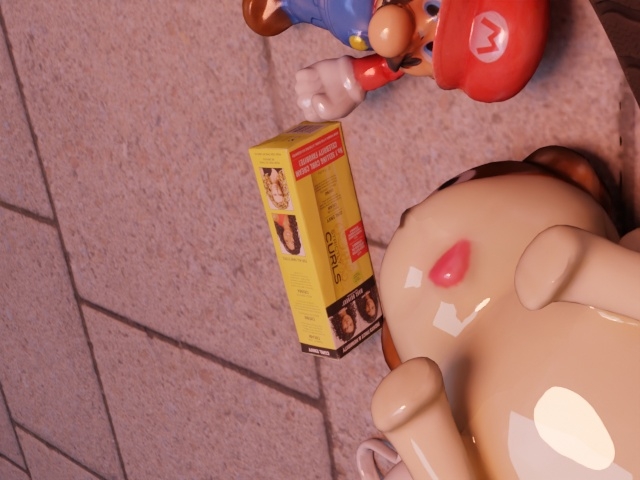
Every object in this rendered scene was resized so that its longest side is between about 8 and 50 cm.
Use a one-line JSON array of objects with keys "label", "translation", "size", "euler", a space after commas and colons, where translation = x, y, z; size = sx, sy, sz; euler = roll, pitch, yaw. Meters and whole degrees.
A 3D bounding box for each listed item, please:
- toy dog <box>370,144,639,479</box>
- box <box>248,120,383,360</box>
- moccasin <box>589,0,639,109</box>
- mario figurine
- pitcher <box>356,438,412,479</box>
[{"label": "toy dog", "translation": [0.208, 0.099, 0.712], "size": [0.408, 0.395, 0.284], "euler": [49, 117, 31]}, {"label": "box", "translation": [0.000, 0.000, 1.025], "size": [0.058, 0.087, 0.232], "euler": [6, 117, 43]}, {"label": "moccasin", "translation": [0.220, -0.230, 0.608], "size": [0.380, 0.147, 0.139], "euler": [60, 156, -7]}, {"label": "mario figurine", "translation": [0.034, -0.192, 0.788], "size": [0.321, 0.170, 0.198], "euler": [30, 168, 42]}, {"label": "pitcher", "translation": [0.100, 0.279, 1.081], "size": [0.177, 0.126, 0.207], "euler": [63, 156, 21]}]
